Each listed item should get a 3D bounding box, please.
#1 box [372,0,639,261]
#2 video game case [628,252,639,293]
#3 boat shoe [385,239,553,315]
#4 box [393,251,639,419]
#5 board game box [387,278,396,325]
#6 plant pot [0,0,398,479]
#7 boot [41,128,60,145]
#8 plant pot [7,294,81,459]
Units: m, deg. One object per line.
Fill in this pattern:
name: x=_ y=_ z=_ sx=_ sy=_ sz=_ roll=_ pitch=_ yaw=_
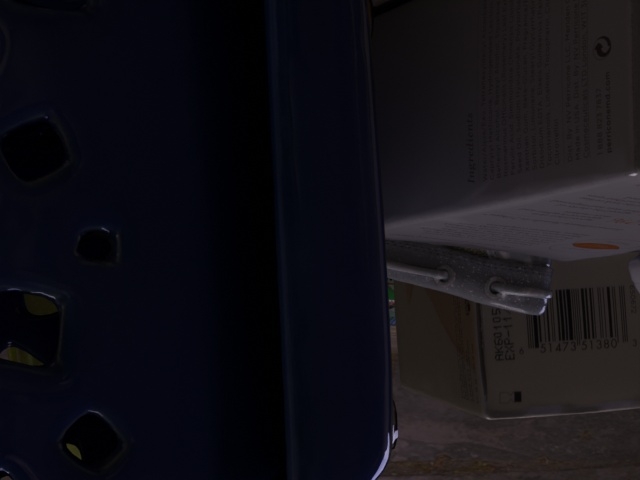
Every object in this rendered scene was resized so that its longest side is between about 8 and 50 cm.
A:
box: x=0.106 y=-0.049 z=0.529 sx=0.130 sy=0.091 sz=0.170 roll=6 pitch=171 yaw=-33
video game case: x=0.247 y=-0.031 z=0.554 sx=0.173 sy=0.022 sz=0.190 roll=-34 pitch=-167 yaw=-31
boat shoe: x=0.003 y=0.000 z=0.865 sx=0.320 sy=0.103 sz=0.118 roll=-4 pitch=170 yaw=34
box: x=0.155 y=0.065 z=1.082 sx=0.148 sy=0.121 sz=0.311 roll=-4 pitch=179 yaw=-9
board game box: x=0.098 y=0.062 z=1.499 sx=0.214 sy=0.046 sz=0.317 roll=3 pitch=172 yaw=-2
plant pot: x=-0.095 y=0.004 z=0.493 sx=0.212 sy=0.236 sz=0.236 roll=-3 pitch=173 yaw=-11
boot: x=-0.162 y=-0.030 z=0.783 sx=0.236 sy=0.085 sz=0.178 roll=-5 pitch=167 yaw=21
plant pot: x=-0.169 y=0.118 z=1.320 sx=0.254 sy=0.276 sz=0.276 roll=-8 pitch=175 yaw=-15
